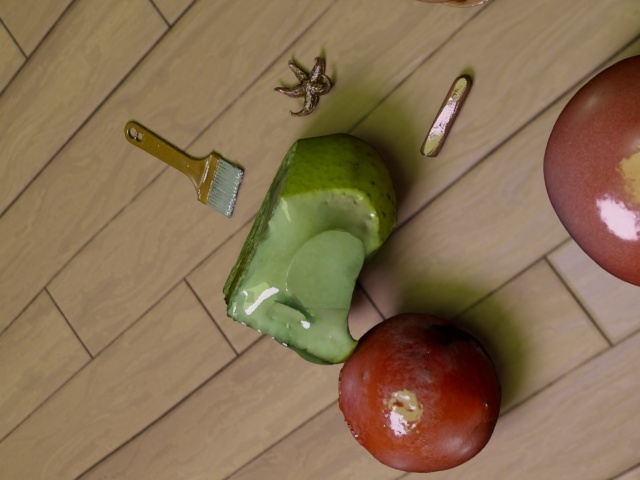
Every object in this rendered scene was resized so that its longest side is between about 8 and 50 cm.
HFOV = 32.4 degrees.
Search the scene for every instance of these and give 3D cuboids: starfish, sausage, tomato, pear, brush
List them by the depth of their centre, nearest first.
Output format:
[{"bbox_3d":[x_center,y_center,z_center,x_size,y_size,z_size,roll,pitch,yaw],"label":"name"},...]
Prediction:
[{"bbox_3d":[0.363,-0.070,1.178,0.224,0.256,0.255,-36,85,15],"label":"tomato"},{"bbox_3d":[0.160,-0.158,1.397,0.026,0.026,0.116,34,117,17],"label":"sausage"},{"bbox_3d":[0.132,0.192,1.411,0.184,0.208,0.208,-33,87,27],"label":"tomato"},{"bbox_3d":[0.000,0.000,1.435,0.176,0.286,0.281,22,92,-9],"label":"pear"},{"bbox_3d":[-0.022,-0.207,1.486,0.091,0.028,0.078,-6,95,34],"label":"starfish"},{"bbox_3d":[-0.208,-0.117,1.629,0.218,0.010,0.082,30,118,20],"label":"brush"}]

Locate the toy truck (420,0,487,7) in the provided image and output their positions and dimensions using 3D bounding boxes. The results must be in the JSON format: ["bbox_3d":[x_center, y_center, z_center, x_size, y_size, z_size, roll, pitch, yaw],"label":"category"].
[{"bbox_3d":[0.139,-0.394,1.233,0.204,0.212,0.288,32,121,18],"label":"toy truck"}]
